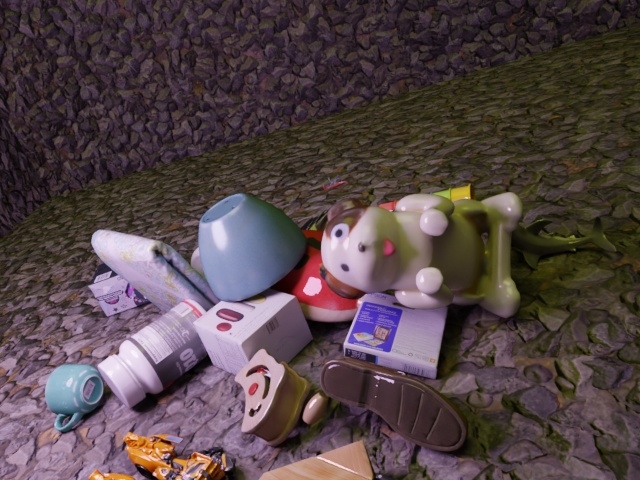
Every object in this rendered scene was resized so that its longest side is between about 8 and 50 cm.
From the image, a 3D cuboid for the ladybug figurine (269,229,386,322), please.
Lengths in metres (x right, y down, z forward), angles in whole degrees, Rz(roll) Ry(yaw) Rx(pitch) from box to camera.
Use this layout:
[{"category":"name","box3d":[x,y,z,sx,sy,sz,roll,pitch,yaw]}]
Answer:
[{"category":"ladybug figurine","box3d":[0.001,0.082,1.513,0.305,0.162,0.449,-22,26,-29]}]

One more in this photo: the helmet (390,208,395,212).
[{"category":"helmet","box3d":[0.261,-0.025,1.584,0.169,0.169,0.161,-13,42,14]}]

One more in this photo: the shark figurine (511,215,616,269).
[{"category":"shark figurine","box3d":[0.578,0.020,1.385,0.278,0.166,0.116,7,58,12]}]

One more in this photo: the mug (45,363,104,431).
[{"category":"mug","box3d":[-0.629,0.402,1.419,0.097,0.157,0.129,-6,4,21]}]

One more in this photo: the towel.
[{"category":"towel","box3d":[-0.457,0.109,1.592,0.320,0.374,0.090,5,55,39]}]

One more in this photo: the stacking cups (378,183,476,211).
[{"category":"stacking cups","box3d":[0.342,-0.119,1.783,0.316,0.096,0.096,-6,29,25]}]

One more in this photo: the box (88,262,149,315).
[{"category":"box","box3d":[-0.653,0.139,1.917,0.247,0.142,0.163,-20,27,1]}]

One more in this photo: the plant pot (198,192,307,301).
[{"category":"plant pot","box3d":[-0.206,-0.008,1.436,0.290,0.195,0.290,-25,26,13]}]

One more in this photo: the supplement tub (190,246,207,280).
[{"category":"supplement tub","box3d":[-0.258,0.054,1.733,0.191,0.191,0.272,1,25,36]}]

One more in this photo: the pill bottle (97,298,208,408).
[{"category":"pill bottle","box3d":[-0.416,0.294,1.422,0.283,0.161,0.161,-37,31,-31]}]

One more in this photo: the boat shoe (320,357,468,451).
[{"category":"boat shoe","box3d":[0.152,0.302,1.065,0.307,0.110,0.104,21,6,31]}]

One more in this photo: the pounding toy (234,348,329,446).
[{"category":"pounding toy","box3d":[-0.080,0.358,1.171,0.154,0.155,0.269,-56,25,-9]}]

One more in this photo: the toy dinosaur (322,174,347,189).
[{"category":"toy dinosaur","box3d":[0.053,-0.239,2.291,0.082,0.047,0.090,-46,42,-11]}]

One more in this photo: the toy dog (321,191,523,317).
[{"category":"toy dog","box3d":[0.203,0.009,1.265,0.408,0.284,0.395,1,10,-21]}]

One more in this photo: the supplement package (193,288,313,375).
[{"category":"supplement package","box3d":[-0.171,0.232,1.387,0.203,0.149,0.194,9,38,44]}]

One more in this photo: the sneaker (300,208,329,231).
[{"category":"sneaker","box3d":[0.000,0.000,1.789,0.122,0.146,0.330,-49,10,-16]}]

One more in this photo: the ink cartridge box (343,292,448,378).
[{"category":"ink cartridge box","box3d":[0.178,0.208,1.245,0.206,0.045,0.208,11,35,14]}]

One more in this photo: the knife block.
[{"category":"knife block","box3d":[0.041,0.455,0.871,0.276,0.088,0.242,-18,25,1]}]

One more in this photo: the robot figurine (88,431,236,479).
[{"category":"robot figurine","box3d":[-0.313,0.477,1.078,0.291,0.085,0.211,-2,32,32]}]
